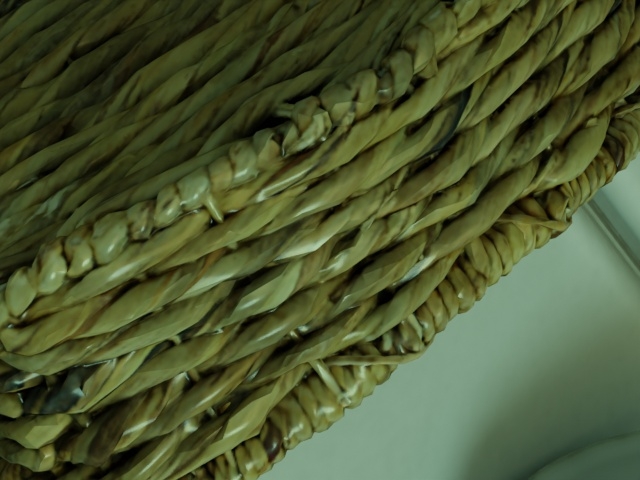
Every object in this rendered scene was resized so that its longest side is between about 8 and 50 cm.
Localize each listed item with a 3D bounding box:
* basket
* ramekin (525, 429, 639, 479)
[{"bbox_3d":[0.000,0.000,0.683,0.299,0.213,0.223,-39,125,-24],"label":"basket"},{"bbox_3d":[0.177,0.169,0.905,0.207,0.207,0.109,-23,110,-33],"label":"ramekin"}]
